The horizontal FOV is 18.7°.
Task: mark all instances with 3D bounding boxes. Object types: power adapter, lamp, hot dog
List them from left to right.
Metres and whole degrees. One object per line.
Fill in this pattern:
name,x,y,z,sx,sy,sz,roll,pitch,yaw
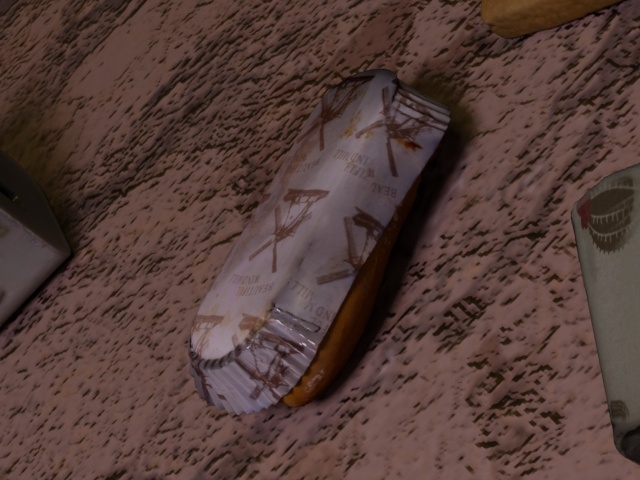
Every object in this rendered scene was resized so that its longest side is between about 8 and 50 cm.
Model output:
power adapter,-0.271,0.025,1.173,0.205,0.130,0.125,-46,34,7
hot dog,0.000,0.000,0.951,0.108,0.059,0.191,1,57,52
lamp,0.156,-0.022,0.729,0.121,0.121,0.215,-11,62,43

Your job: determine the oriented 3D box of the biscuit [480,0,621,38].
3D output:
biscuit,0.164,-0.195,0.966,0.238,0.041,0.212,-45,36,6
